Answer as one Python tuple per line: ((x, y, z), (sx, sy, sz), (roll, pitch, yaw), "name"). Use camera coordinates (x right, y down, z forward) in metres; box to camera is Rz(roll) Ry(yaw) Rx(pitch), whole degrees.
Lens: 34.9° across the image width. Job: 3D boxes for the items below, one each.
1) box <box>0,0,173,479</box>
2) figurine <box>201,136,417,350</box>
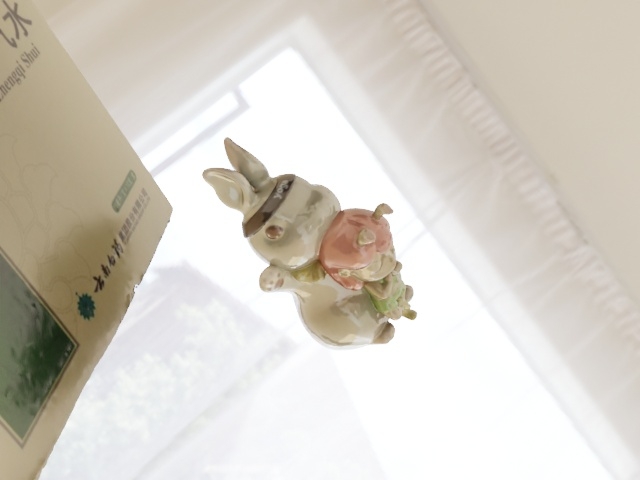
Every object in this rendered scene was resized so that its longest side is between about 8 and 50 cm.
((-0.167, -0.003, 0.415), (0.168, 0.095, 0.212), (57, 28, -28), "box")
((0.005, -0.007, 0.619), (0.081, 0.098, 0.146), (-80, 147, -49), "figurine")
